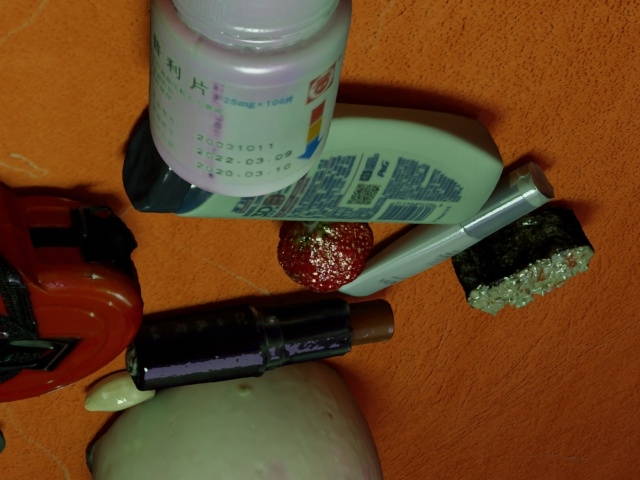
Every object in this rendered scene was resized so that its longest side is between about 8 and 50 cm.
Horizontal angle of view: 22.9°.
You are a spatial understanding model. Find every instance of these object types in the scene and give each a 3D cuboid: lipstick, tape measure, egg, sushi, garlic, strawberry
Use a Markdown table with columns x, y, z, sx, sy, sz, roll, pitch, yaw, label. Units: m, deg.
| x | y | z | sx | sy | sz | roll | pitch | yaw | label |
| --- | --- | --- | --- | --- | --- | --- | --- | --- | --- |
| -0.063 | 0.107 | 1.712 | 0.300 | 0.081 | 0.081 | -8 | 149 | -19 | lipstick |
| -0.286 | 0.055 | 1.450 | 0.260 | 0.114 | 0.253 | 4 | 144 | -37 | tape measure |
| -0.078 | 0.362 | 1.881 | 0.355 | 0.339 | 0.354 | -16 | 153 | -8 | egg |
| 0.225 | 0.023 | 1.749 | 0.150 | 0.078 | 0.090 | -24 | 151 | 7 | sushi |
| -0.219 | 0.171 | 1.772 | 0.083 | 0.041 | 0.053 | -5 | 154 | -39 | garlic |
| 0.000 | 0.001 | 1.556 | 0.106 | 0.106 | 0.106 | -15 | 151 | -9 | strawberry |

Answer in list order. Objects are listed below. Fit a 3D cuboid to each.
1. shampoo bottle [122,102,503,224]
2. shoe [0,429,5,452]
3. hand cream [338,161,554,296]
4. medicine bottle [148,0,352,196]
| x | y | z | sx | sy | sz | roll | pitch | yaw | label |
| --- | --- | --- | --- | --- | --- | --- | --- | --- | --- |
| 0.003 | -0.074 | 1.445 | 0.360 | 0.078 | 0.134 | 1 | 142 | -33 | shampoo bottle |
| -0.456 | 0.249 | 1.706 | 0.241 | 0.093 | 0.108 | 9 | 139 | -39 | shoe |
| 0.129 | -0.003 | 1.673 | 0.255 | 0.048 | 0.079 | -32 | 157 | 24 | hand cream |
| -0.055 | -0.157 | 1.188 | 0.152 | 0.152 | 0.254 | -12 | 150 | -13 | medicine bottle |
